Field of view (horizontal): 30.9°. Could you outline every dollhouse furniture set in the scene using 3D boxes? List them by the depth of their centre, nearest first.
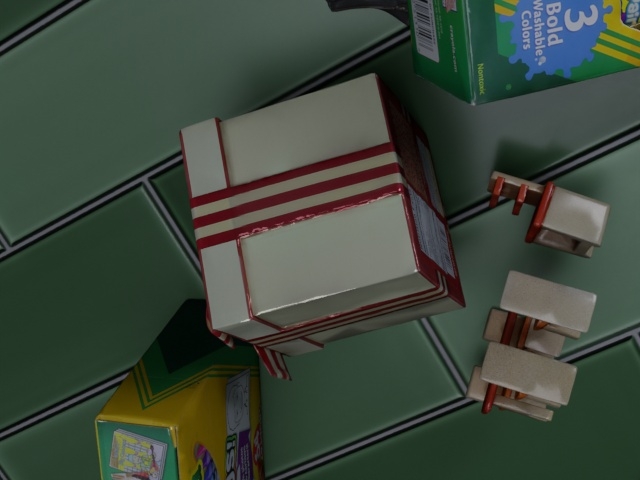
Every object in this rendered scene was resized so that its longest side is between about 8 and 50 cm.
[{"bbox_3d":[0.219,0.068,1.286,0.135,0.262,0.259,16,80,7],"label":"dollhouse furniture set"}]

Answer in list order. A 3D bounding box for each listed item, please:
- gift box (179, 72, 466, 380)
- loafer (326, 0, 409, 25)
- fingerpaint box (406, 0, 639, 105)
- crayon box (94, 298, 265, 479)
[{"bbox_3d":[0.000,0.000,1.270,0.258,0.276,0.255,-15,68,14],"label":"gift box"},{"bbox_3d":[0.090,-0.264,1.269,0.170,0.062,0.061,-5,115,15],"label":"loafer"},{"bbox_3d":[0.255,-0.383,1.039,0.371,0.163,0.444,-14,113,-13],"label":"fingerpaint box"},{"bbox_3d":[-0.155,0.300,1.406,0.106,0.313,0.362,3,112,11],"label":"crayon box"}]
